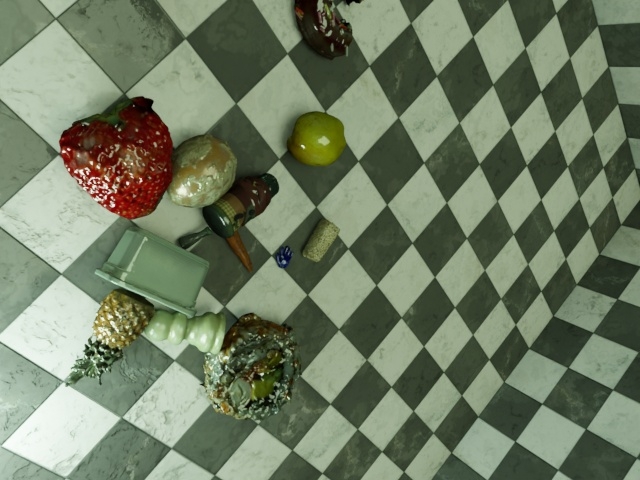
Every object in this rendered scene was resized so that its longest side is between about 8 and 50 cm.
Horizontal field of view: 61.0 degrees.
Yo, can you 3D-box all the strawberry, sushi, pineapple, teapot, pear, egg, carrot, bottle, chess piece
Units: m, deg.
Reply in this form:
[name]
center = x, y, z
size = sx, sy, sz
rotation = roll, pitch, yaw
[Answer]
[strawberry]
center = -0.537, -0.210, 1.487
size = 0.291, 0.291, 0.310
rotation = -25, 100, -26
[sushi]
center = -0.235, 0.473, 1.988
size = 0.417, 0.176, 0.418
rotation = -12, 112, -32
[pineapple]
center = -0.652, 0.314, 1.661
size = 0.169, 0.169, 0.340
rotation = 33, 88, -37
[teapot]
center = -0.404, -0.010, 1.770
size = 0.110, 0.043, 0.043
rotation = -26, 121, 2
[pear]
center = -0.015, -0.347, 1.867
size = 0.200, 0.200, 0.200
rotation = -12, 112, -32
[egg]
center = -0.368, -0.209, 1.659
size = 0.245, 0.203, 0.203
rotation = -49, 127, 2
[carrot]
center = -0.281, 0.027, 1.891
size = 0.057, 0.057, 0.224
rotation = -38, 126, -19
[bottle]
center = -0.248, -0.133, 1.785
size = 0.271, 0.156, 0.143
rotation = -40, 119, -31
[chess piece]
center = -0.454, 0.293, 1.795
size = 0.251, 0.144, 0.144
rotation = 11, 99, -22

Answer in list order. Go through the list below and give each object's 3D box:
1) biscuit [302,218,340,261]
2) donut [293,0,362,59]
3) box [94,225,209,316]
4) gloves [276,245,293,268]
[biscuit]
center = 0.000, 0.000, 2.055
size = 0.070, 0.082, 0.168
rotation = 38, 83, -35
[donut]
center = 0.050, -0.805, 1.795
size = 0.259, 0.136, 0.345
rotation = 34, 83, -40
[box]
center = -0.502, 0.092, 1.690
size = 0.312, 0.175, 0.182
rotation = 33, 77, -37
[gloves]
center = -0.136, 0.061, 2.016
size = 0.064, 0.026, 0.086
rotation = 25, 90, -36
